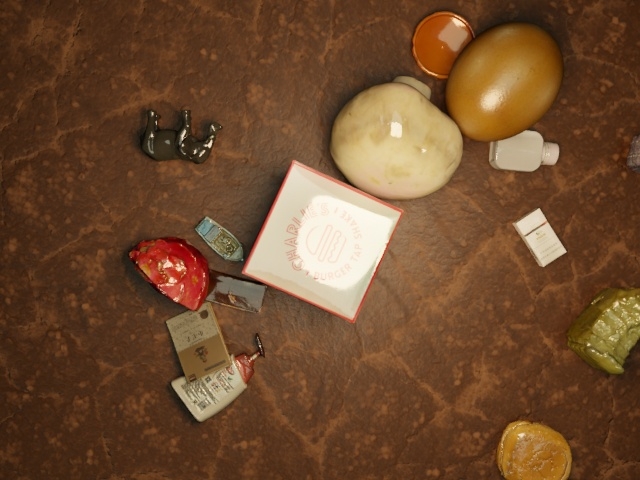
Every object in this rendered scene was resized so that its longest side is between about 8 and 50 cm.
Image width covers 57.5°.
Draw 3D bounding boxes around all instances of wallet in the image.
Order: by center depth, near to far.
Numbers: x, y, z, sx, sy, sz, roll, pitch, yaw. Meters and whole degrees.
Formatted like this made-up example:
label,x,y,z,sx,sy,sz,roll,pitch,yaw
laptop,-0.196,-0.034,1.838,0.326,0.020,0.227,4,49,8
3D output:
label,x,y,z,sx,sy,sz,roll,pitch,yaw
wallet,-0.249,0.149,1.695,0.176,0.026,0.095,13,89,-1

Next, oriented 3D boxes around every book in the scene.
label,x,y,z,sx,sy,sz,roll,pitch,yaw
book,-0.348,0.290,1.668,0.138,0.016,0.198,-24,73,0

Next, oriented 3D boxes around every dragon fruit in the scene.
label,x,y,z,sx,sy,sz,roll,pitch,yaw
dragon fruit,-0.418,0.070,1.632,0.262,0.163,0.189,38,60,6

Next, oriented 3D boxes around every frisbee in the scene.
label,x,y,z,sx,sy,sz,roll,pitch,yaw
frisbee,0.358,-0.564,1.692,0.192,0.035,0.192,0,92,-2

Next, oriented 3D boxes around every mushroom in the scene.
label,x,y,z,sx,sy,sz,roll,pitch,yaw
mushroom,0.211,-0.280,1.551,0.353,0.325,0.353,0,90,6

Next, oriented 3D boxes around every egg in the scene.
label,x,y,z,sx,sy,sz,roll,pitch,yaw
egg,0.492,-0.424,1.575,0.282,0.282,0.351,39,77,-3

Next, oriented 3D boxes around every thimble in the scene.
label,x,y,z,sx,sy,sz,roll,pitch,yaw
thimble,0.960,-0.243,1.669,0.150,0.150,0.097,14,90,-2

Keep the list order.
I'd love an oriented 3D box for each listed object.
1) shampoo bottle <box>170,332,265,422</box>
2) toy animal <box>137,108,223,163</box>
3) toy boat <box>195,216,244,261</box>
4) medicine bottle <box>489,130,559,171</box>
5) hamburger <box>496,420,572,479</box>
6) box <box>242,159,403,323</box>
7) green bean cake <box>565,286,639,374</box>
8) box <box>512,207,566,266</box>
label,x,y,z,sx,sy,sz,roll,pitch,yaw
shampoo bottle,-0.273,0.386,1.681,0.284,0.071,0.153,-35,86,-3
toy animal,-0.394,-0.289,1.647,0.245,0.114,0.146,0,85,19
toy boat,-0.284,0.000,1.673,0.173,0.059,0.069,43,90,-3
medicine bottle,0.589,-0.259,1.693,0.183,0.069,0.119,5,90,-1
hamburger,0.625,0.629,1.704,0.214,0.108,0.213,0,91,3
box,0.000,0.000,1.563,0.312,0.300,0.314,24,90,-2
green bean cake,0.820,0.244,1.637,0.124,0.233,0.236,40,89,3
box,0.644,-0.009,1.716,0.084,0.040,0.154,-33,92,2
